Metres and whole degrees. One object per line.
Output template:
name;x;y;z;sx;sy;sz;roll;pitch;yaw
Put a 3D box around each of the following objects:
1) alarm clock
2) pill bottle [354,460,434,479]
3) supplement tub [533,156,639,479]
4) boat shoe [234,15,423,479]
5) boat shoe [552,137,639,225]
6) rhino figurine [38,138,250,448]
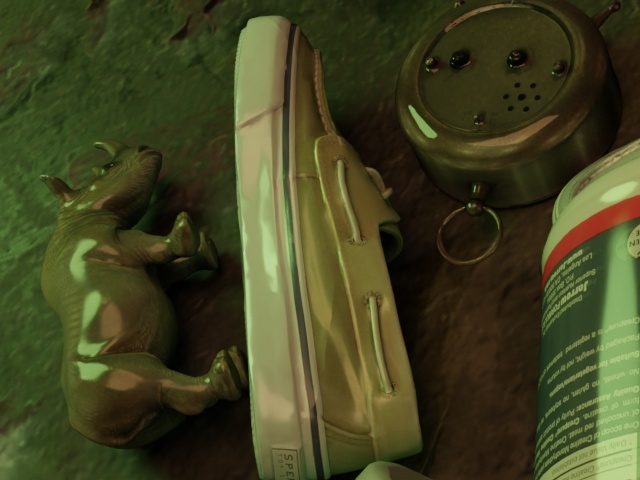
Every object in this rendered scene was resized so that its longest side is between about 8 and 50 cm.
alarm clock;0.105;-0.071;0.908;0.129;0.064;0.192;4;64;25
pill bottle;-0.014;0.281;0.466;0.224;0.224;0.392;33;90;36
supplement tub;0.187;0.110;0.668;0.191;0.191;0.272;-5;57;20
boat shoe;0.000;0.000;0.894;0.094;0.109;0.302;-4;61;-3
boat shoe;0.228;-0.057;0.829;0.227;0.081;0.079;-20;53;10
rhino figurine;-0.118;0.022;0.935;0.106;0.073;0.243;-23;51;5
